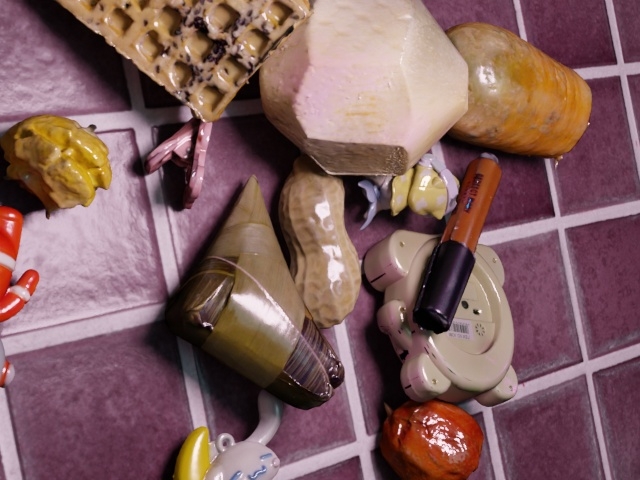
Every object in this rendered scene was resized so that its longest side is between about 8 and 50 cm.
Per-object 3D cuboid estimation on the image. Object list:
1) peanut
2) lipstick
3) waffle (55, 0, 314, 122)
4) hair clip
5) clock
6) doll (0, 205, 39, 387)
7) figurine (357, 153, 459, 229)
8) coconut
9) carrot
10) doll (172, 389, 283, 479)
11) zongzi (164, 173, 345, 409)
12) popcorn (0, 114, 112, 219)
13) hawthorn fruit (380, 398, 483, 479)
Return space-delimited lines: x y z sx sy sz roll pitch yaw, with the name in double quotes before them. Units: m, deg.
"peanut" 0.000 0.000 1.819 0.136 0.120 0.298 -4 85 -60
"lipstick" 0.248 -0.007 1.890 0.077 0.077 0.418 45 46 -22
"waffle" -0.229 -0.378 1.594 0.376 0.261 0.114 41 18 -13
"hair clip" -0.198 -0.129 1.700 0.102 0.123 0.138 44 63 0
"clock" 0.227 0.141 1.923 0.284 0.114 0.309 11 60 -36
"doll" -0.492 0.106 1.466 0.200 0.105 0.336 17 67 -34
"figurine" 0.148 -0.094 1.901 0.208 0.184 0.128 -30 130 -34
"coconut" 0.078 -0.269 1.772 0.352 0.352 0.352 5 81 -35
"carrot" 0.348 -0.280 2.041 0.341 0.224 0.224 12 77 -33
"doll" -0.125 0.385 1.678 0.252 0.111 0.237 -24 87 -31
"zongzi" -0.060 0.081 1.728 0.289 0.154 0.317 35 60 -15
"popcorn" -0.379 -0.113 1.546 0.152 0.167 0.148 -55 147 -4
"hawthorn fruit" 0.195 0.365 1.892 0.179 0.173 0.173 6 80 -11
